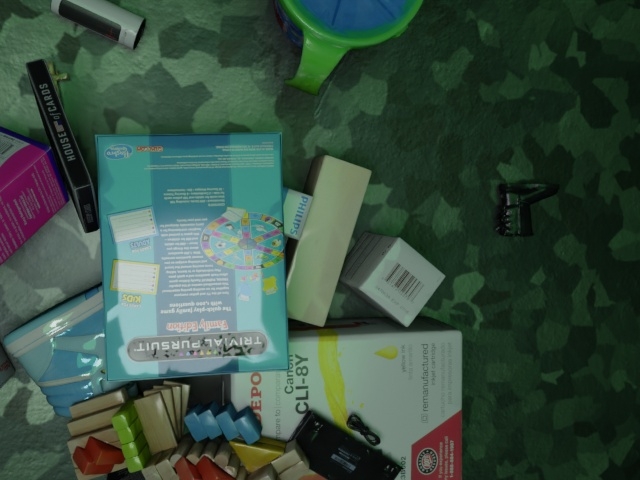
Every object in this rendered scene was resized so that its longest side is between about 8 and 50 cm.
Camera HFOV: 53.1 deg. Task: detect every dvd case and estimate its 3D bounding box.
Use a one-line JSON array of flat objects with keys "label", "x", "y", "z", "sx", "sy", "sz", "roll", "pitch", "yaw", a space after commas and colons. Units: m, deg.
[{"label": "dvd case", "x": -0.361, "y": -0.121, "z": 0.913, "sx": 0.029, "sy": 0.238, "sz": 0.179, "roll": -21, "pitch": 84, "yaw": -21}]

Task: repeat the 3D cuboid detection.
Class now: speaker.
[{"label": "speaker", "x": -0.348, "y": -0.355, "z": 1.013, "sx": 0.136, "sy": 0.055, "sz": 0.055, "roll": 23, "pitch": 89, "yaw": -13}]

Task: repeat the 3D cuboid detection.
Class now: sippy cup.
[{"label": "sippy cup", "x": 0.023, "y": -0.397, "z": 1.003, "sx": 0.305, "sy": 0.224, "sz": 0.240, "roll": -37, "pitch": 101, "yaw": -7}]

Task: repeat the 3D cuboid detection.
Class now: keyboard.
[{"label": "keyboard", "x": 0.044, "y": 0.325, "z": 0.992, "sx": 0.180, "sy": 0.023, "sz": 0.108, "roll": 34, "pitch": 93, "yaw": -13}]

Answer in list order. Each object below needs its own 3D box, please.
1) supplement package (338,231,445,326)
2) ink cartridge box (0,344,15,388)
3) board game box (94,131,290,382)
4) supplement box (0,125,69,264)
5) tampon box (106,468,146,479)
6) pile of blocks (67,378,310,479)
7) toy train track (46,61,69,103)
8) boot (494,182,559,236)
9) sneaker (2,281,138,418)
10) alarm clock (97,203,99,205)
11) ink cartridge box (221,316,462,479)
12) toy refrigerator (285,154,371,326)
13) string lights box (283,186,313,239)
[{"label": "supplement package", "x": 0.108, "y": 0.059, "z": 1.073, "sx": 0.105, "sy": 0.179, "sz": 0.105, "roll": 38, "pitch": 85, "yaw": -12}, {"label": "ink cartridge box", "x": -0.551, "y": 0.146, "z": 0.956, "sx": 0.082, "sy": 0.139, "sz": 0.191, "roll": -24, "pitch": 98, "yaw": -10}, {"label": "board game box", "x": -0.177, "y": 0.020, "z": 0.912, "sx": 0.253, "sy": 0.079, "sz": 0.337, "roll": -2, "pitch": 91, "yaw": -8}, {"label": "supplement box", "x": -0.477, "y": -0.043, "z": 0.891, "sx": 0.111, "sy": 0.114, "sz": 0.220, "roll": 22, "pitch": 51, "yaw": 16}, {"label": "tampon box", "x": -0.275, "y": 0.425, "z": 1.023, "sx": 0.101, "sy": 0.161, "sz": 0.121, "roll": -21, "pitch": 98, "yaw": -10}, {"label": "pile of blocks", "x": -0.193, "y": 0.291, "z": 0.908, "sx": 0.361, "sy": 0.112, "sz": 0.149, "roll": 7, "pitch": 95, "yaw": 0}, {"label": "toy train track", "x": -0.424, "y": -0.241, "z": 1.025, "sx": 0.048, "sy": 0.014, "sz": 0.083, "roll": -12, "pitch": 102, "yaw": -18}, {"label": "boot", "x": 0.385, "y": -0.057, "z": 1.195, "sx": 0.121, "sy": 0.045, "sz": 0.099, "roll": -2, "pitch": 92, "yaw": -5}, {"label": "sneaker", "x": -0.309, "y": 0.164, "z": 1.021, "sx": 0.318, "sy": 0.127, "sz": 0.208, "roll": -26, "pitch": 97, "yaw": 0}, {"label": "alarm clock", "x": -0.258, "y": -0.029, "z": 1.012, "sx": 0.191, "sy": 0.129, "sz": 0.064, "roll": 17, "pitch": 90, "yaw": -16}, {"label": "ink cartridge box", "x": 0.031, "y": 0.281, "z": 1.079, "sx": 0.384, "sy": 0.160, "sz": 0.280, "roll": -1, "pitch": 93, "yaw": -12}, {"label": "toy refrigerator", "x": 0.000, "y": 0.000, "z": 1.086, "sx": 0.094, "sy": 0.102, "sz": 0.270, "roll": 17, "pitch": 89, "yaw": -13}, {"label": "string lights box", "x": -0.154, "y": -0.076, "z": 1.031, "sx": 0.259, "sy": 0.133, "sz": 0.077, "roll": 18, "pitch": 89, "yaw": -13}]
